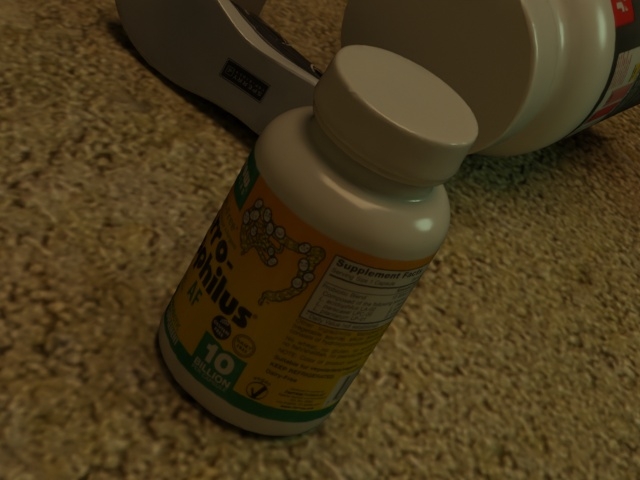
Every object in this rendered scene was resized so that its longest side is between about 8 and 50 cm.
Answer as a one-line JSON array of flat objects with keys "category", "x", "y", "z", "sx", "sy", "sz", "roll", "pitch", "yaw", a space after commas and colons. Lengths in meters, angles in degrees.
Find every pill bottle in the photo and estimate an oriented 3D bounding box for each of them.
[{"category": "pill bottle", "x": 0.000, "y": 0.000, "z": 0.791, "sx": 0.118, "sy": 0.208, "sz": 0.117, "roll": 23, "pitch": 31, "yaw": -15}, {"category": "pill bottle", "x": 0.182, "y": -0.188, "z": 1.238, "sx": 0.210, "sy": 0.210, "sz": 0.363, "roll": 40, "pitch": 31, "yaw": 16}]

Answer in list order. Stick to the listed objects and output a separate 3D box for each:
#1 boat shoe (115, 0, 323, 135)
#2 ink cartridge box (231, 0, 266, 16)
[{"category": "boat shoe", "x": -0.059, "y": -0.139, "z": 1.089, "sx": 0.228, "sy": 0.080, "sz": 0.076, "roll": 36, "pitch": 13, "yaw": 14}, {"category": "ink cartridge box", "x": -0.082, "y": -0.277, "z": 1.242, "sx": 0.056, "sy": 0.099, "sz": 0.135, "roll": 5, "pitch": 39, "yaw": -37}]
